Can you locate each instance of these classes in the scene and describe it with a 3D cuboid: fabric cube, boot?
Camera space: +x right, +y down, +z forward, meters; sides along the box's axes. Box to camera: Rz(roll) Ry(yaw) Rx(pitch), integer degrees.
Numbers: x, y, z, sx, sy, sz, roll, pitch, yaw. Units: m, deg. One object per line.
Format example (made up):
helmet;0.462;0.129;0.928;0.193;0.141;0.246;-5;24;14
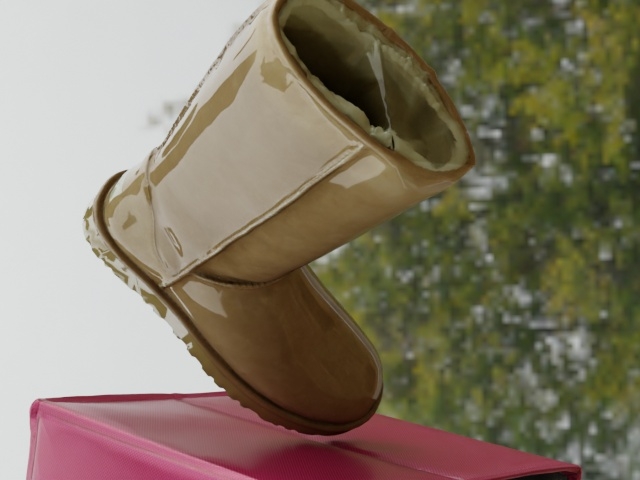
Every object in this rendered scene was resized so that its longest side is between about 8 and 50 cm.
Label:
fabric cube;-0.024;0.242;1.093;0.259;0.258;0.254;2;-81;-50
boot;0.000;0.000;0.974;0.236;0.269;0.089;37;-125;-14
